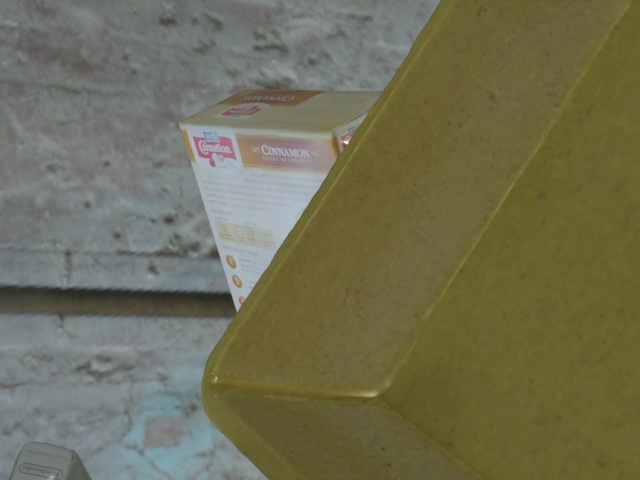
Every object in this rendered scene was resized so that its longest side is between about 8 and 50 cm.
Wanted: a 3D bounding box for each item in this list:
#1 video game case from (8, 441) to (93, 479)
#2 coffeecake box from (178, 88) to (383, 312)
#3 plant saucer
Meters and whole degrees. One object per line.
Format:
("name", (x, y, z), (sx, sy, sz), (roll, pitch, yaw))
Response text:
("video game case", (-0.108, 0.203, 0.403), (0.023, 0.193, 0.212), (9, 149, 7))
("coffeecake box", (0.000, 0.000, 0.704), (0.068, 0.142, 0.186), (-33, 118, -36))
("plant saucer", (0.141, 0.000, 0.378), (0.081, 0.333, 0.333), (35, 88, -39))
